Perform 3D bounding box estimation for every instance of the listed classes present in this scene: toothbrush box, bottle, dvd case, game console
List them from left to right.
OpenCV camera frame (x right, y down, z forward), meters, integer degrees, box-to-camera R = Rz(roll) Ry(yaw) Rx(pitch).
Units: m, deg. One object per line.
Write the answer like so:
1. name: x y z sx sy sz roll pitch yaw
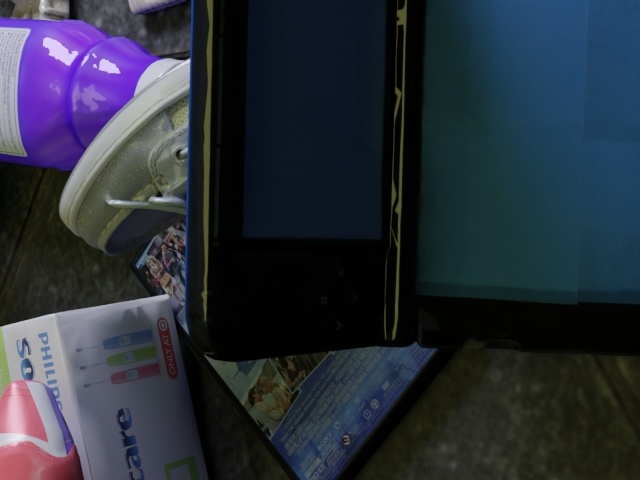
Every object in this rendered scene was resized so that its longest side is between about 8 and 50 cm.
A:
1. toothbrush box: -0.232 0.171 1.026 0.283 0.122 0.206 -16 86 38
2. bottle: -0.207 -0.115 1.044 0.283 0.092 0.118 9 100 37
3. dvd case: -0.024 0.037 0.944 0.253 0.022 0.180 48 117 28
4. game console: 0.071 -0.080 0.724 0.173 0.250 0.293 2 91 37

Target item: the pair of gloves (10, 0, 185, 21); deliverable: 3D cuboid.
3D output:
1. pair of gloves: -0.192 -0.275 1.071 0.240 0.042 0.204 -1 88 38

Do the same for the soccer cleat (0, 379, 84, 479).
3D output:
1. soccer cleat: -0.273 0.204 0.934 0.318 0.108 0.116 -32 58 36

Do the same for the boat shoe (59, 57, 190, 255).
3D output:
1. boat shoe: -0.031 -0.075 0.873 0.320 0.118 0.103 -31 76 12
